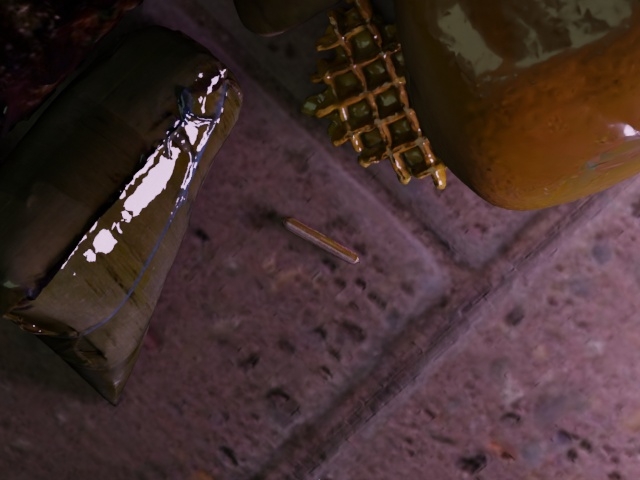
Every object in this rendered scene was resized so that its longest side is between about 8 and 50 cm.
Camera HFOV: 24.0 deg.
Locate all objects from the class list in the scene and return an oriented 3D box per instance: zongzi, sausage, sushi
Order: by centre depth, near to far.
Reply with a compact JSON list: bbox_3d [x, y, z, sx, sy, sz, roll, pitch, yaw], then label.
[{"bbox_3d":[-0.314,-0.290,1.478,0.281,0.299,0.294,36,117,-15],"label":"sushi"},{"bbox_3d":[-0.196,-0.021,1.640,0.174,0.393,0.356,33,77,29],"label":"zongzi"},{"bbox_3d":[0.000,0.000,1.645,0.100,0.015,0.015,29,113,4],"label":"sausage"}]

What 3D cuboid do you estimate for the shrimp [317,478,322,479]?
[{"bbox_3d":[-0.051,0.351,1.726,0.372,0.137,0.172,22,76,-1],"label":"shrimp"}]

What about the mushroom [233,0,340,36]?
[{"bbox_3d":[0.005,-0.392,1.403,0.397,0.224,0.313,-40,97,23],"label":"mushroom"}]

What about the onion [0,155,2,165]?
[{"bbox_3d":[-0.504,-0.118,1.670,0.349,0.159,0.267,15,122,-10],"label":"onion"}]

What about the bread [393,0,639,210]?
[{"bbox_3d":[0.252,-0.196,1.322,0.376,0.348,0.253,-24,62,5],"label":"bread"}]

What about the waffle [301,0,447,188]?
[{"bbox_3d":[0.106,-0.168,1.543,0.232,0.051,0.228,26,112,4],"label":"waffle"}]
